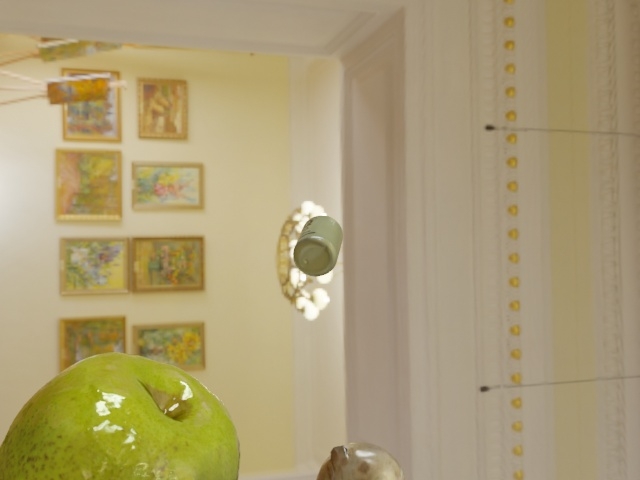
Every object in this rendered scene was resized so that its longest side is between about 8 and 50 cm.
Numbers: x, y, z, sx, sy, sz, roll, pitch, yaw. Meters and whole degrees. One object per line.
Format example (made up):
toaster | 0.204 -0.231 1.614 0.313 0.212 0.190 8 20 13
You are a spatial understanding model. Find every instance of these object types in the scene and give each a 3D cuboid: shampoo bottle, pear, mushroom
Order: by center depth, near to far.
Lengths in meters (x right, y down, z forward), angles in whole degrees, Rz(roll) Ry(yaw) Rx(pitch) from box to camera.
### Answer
pear | -0.327 0.375 1.078 0.391 0.391 0.390 180 -90 -72
shampoo bottle | 0.000 0.000 1.266 0.162 0.079 0.079 -71 170 -65
mushroom | 0.109 0.649 1.859 0.184 0.255 0.254 -56 155 -66
